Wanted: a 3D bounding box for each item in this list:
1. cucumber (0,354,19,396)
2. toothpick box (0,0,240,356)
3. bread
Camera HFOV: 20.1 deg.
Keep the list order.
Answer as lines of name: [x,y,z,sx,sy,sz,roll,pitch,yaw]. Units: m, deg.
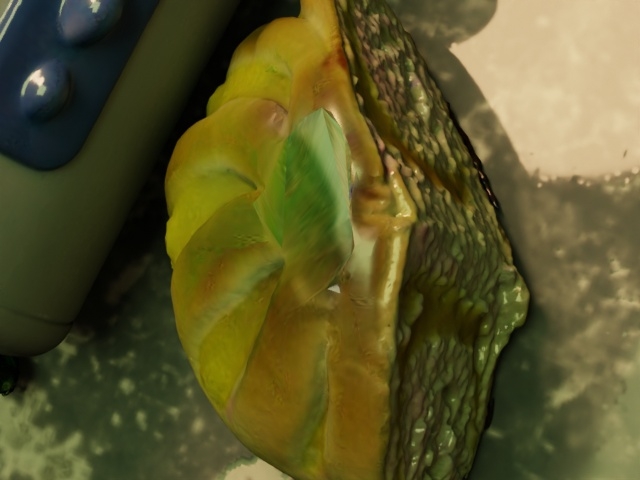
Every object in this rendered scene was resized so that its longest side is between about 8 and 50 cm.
cucumber: [-0.227,0.034,1.006,0.184,0.033,0.036,35,120,26]
toothpick box: [-0.149,-0.141,0.889,0.263,0.263,0.354,29,90,26]
bread: [-0.003,0.014,0.842,0.156,0.158,0.260,-30,66,20]
